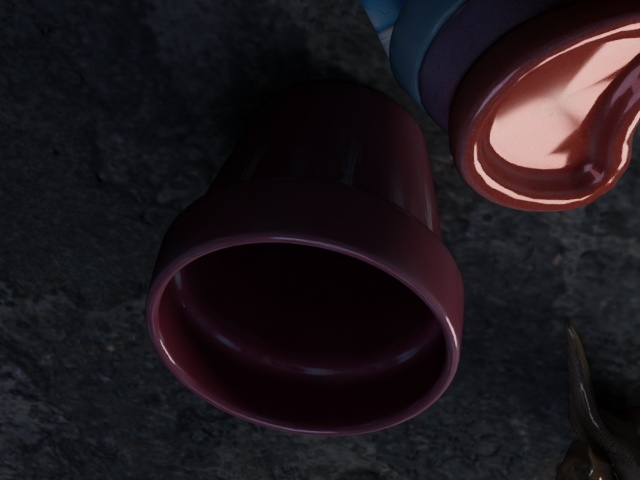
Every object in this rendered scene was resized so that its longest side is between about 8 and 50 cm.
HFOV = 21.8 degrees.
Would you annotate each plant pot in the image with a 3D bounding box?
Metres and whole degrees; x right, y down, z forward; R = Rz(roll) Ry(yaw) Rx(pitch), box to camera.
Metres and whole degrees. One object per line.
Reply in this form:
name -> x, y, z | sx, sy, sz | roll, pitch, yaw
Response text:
plant pot -> 0.000, 0.000, 1.101 | 0.201, 0.180, 0.201 | 6, 138, 6

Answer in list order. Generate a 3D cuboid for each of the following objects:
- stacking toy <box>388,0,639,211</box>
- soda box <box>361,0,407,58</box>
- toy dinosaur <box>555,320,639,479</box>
stacking toy -> 0.194, -0.167, 0.931 | 0.279, 0.130, 0.309 | 3, 134, -39
soda box -> 0.046, -0.190, 0.967 | 0.071, 0.067, 0.210 | -11, 134, 22
toy dinosaur -> 0.278, 0.187, 1.304 | 0.295, 0.200, 0.127 | 41, 101, 4
